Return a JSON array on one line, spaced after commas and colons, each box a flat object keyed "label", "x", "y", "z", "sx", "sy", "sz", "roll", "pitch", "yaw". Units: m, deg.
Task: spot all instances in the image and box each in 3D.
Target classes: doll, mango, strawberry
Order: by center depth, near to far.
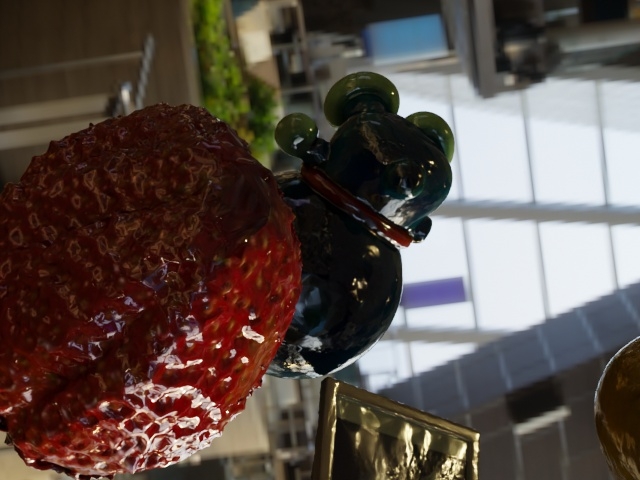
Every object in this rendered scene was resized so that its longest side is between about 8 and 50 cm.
[{"label": "mango", "x": 0.216, "y": 0.123, "z": 0.738, "sx": 0.195, "sy": 0.098, "sz": 0.137, "roll": -101, "pitch": 167, "yaw": -73}, {"label": "strawberry", "x": -0.131, "y": 0.036, "z": 0.964, "sx": 0.250, "sy": 0.288, "sz": 0.238, "roll": 51, "pitch": 45, "yaw": -11}, {"label": "doll", "x": 0.001, "y": 0.000, "z": 1.252, "sx": 0.322, "sy": 0.198, "sz": 0.186, "roll": -57, "pitch": -161, "yaw": 11}]

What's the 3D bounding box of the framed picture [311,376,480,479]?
[{"label": "framed picture", "x": 0.071, "y": 0.285, "z": 1.237, "sx": 0.019, "sy": 0.209, "sz": 0.281, "roll": -29, "pitch": -131, "yaw": 45}]
